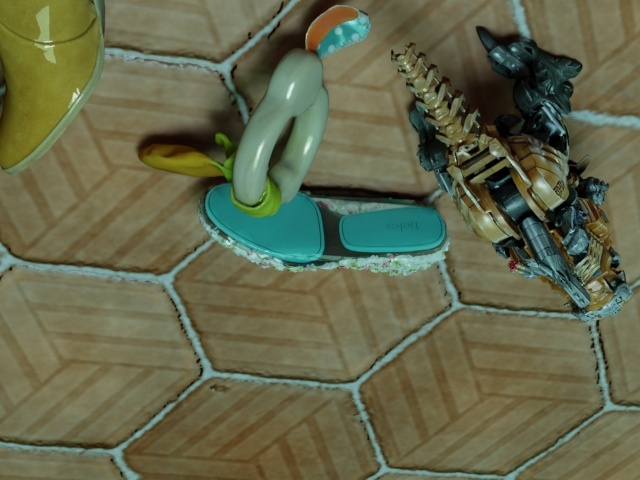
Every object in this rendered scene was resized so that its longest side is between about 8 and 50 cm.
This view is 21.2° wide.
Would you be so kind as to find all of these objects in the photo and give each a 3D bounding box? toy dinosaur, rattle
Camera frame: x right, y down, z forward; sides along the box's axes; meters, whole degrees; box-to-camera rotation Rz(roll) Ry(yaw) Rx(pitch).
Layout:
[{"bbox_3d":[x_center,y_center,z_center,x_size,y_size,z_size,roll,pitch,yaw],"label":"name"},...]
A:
[{"bbox_3d":[0.169,-0.062,1.445,0.164,0.218,0.322,-16,133,4],"label":"toy dinosaur"},{"bbox_3d":[-0.055,-0.132,1.465,0.130,0.142,0.200,-12,126,-46],"label":"rattle"}]

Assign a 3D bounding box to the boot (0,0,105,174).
[{"bbox_3d":[-0.254,-0.204,1.323,0.211,0.104,0.295,25,118,-23],"label":"boot"}]

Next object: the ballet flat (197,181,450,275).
[{"bbox_3d":[0.000,0.000,1.565,0.240,0.091,0.077,8,152,-13],"label":"ballet flat"}]
